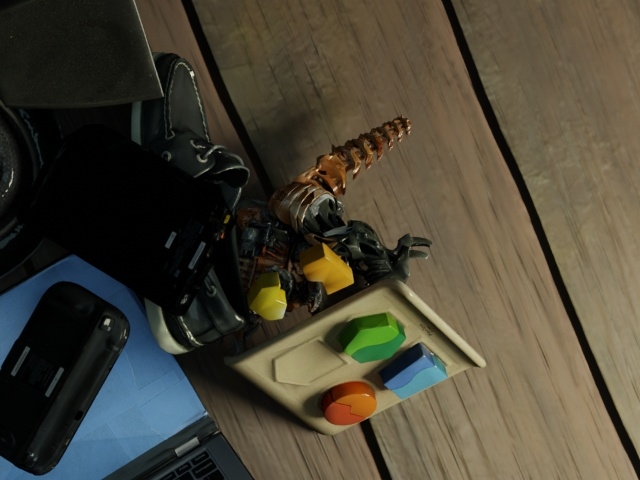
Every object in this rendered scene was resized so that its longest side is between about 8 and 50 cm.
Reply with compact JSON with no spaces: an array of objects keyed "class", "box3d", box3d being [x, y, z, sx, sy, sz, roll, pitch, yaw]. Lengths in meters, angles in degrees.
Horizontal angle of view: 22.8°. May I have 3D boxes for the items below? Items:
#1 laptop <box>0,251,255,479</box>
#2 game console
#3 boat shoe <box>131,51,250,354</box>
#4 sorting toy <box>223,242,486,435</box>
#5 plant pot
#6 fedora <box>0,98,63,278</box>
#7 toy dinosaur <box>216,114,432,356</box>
[{"class":"laptop","box3d":[-0.284,0.266,1.688,0.382,0.408,0.236,-31,128,-9]},{"class":"game console","box3d":[-0.258,0.068,1.678,0.213,0.044,0.361,31,93,17]},{"class":"boat shoe","box3d":[-0.130,-0.051,1.737,0.113,0.127,0.340,-10,71,25]},{"class":"sorting toy","box3d":[0.017,0.117,1.704,0.229,0.307,0.041,-25,51,20]},{"class":"plant pot","box3d":[-0.285,-0.246,1.687,0.167,0.187,0.188,-20,135,-5]},{"class":"fedora","box3d":[-0.438,-0.087,1.698,0.334,0.152,0.334,0,89,-12]},{"class":"toy dinosaur","box3d":[0.000,0.000,1.794,0.218,0.164,0.322,36,104,7]}]
